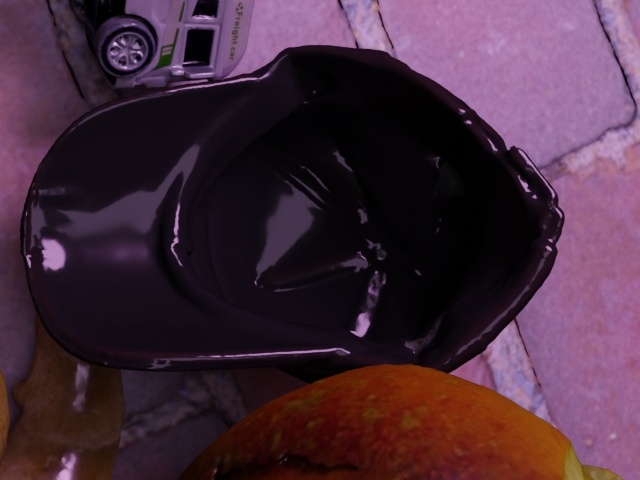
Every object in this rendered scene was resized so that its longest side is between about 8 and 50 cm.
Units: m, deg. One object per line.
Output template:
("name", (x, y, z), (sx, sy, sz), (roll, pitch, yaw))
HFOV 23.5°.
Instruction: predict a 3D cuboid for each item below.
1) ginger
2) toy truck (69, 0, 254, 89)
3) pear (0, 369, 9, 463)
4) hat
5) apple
("ginger", (-0.183, 0.123, 0.985), (0.131, 0.086, 0.294), (8, 75, -10))
("toy truck", (-0.088, -0.223, 0.977), (0.124, 0.114, 0.253), (-2, 120, -21))
("pear", (-0.297, 0.122, 0.869), (0.228, 0.188, 0.211), (10, 79, -7))
("hat", (-0.023, 0.011, 1.031), (0.336, 0.209, 0.238), (-9, 71, -7))
("apple", (0.071, 0.265, 0.923), (0.374, 0.374, 0.384), (3, 92, -22))
